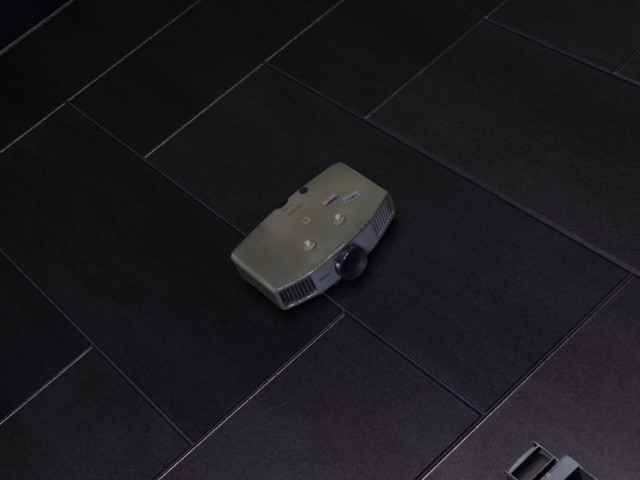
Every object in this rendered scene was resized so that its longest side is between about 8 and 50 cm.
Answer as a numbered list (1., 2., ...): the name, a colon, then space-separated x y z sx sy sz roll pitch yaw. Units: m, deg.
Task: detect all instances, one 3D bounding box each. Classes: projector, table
1. projector: 0.000 0.000 2.067 0.269 0.088 0.193 -41 47 -15
2. table: 0.298 0.360 1.619 0.146 0.062 0.175 -41 49 -15
